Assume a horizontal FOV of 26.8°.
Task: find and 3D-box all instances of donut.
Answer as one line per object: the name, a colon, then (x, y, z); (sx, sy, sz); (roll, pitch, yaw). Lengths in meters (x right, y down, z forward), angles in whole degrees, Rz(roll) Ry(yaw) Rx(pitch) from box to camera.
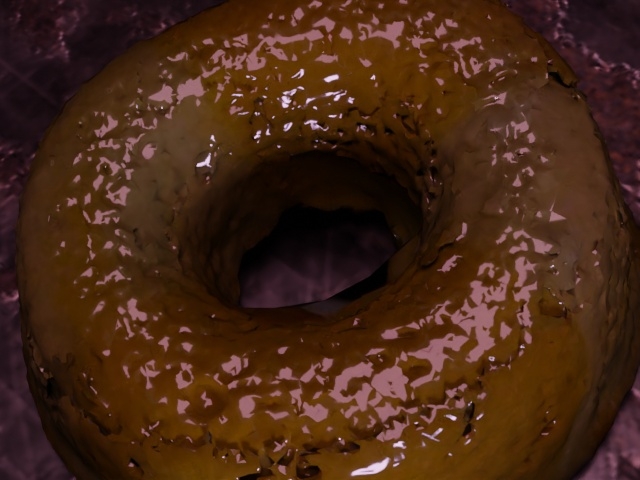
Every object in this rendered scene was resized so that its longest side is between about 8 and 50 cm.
donut: (0.000, 0.000, 0.540); (0.272, 0.107, 0.272); (-3, 58, 5)
